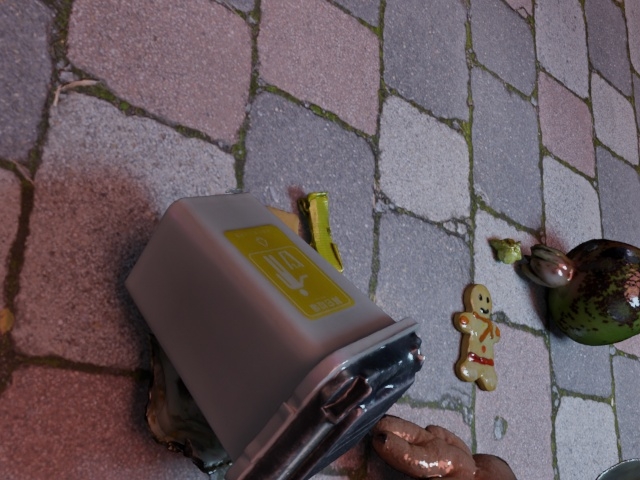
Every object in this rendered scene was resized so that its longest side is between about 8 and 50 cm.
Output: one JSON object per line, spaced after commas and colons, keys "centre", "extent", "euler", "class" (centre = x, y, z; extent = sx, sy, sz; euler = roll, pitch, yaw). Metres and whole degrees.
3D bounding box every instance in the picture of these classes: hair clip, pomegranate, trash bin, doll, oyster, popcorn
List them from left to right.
{"centre": [-0.171, 0.232, 0.992], "extent": [0.214, 0.083, 0.223], "euler": [16, 52, -48], "class": "oyster"}
{"centre": [-0.085, 0.134, 0.925], "extent": [0.368, 0.296, 0.255], "euler": [46, 30, 19], "class": "trash bin"}
{"centre": [0.000, 0.000, 1.237], "extent": [0.072, 0.046, 0.173], "euler": [-9, 83, -41], "class": "hair clip"}
{"centre": [0.212, 0.432, 1.228], "extent": [0.303, 0.156, 0.201], "euler": [26, 26, 0], "class": "doll"}
{"centre": [0.450, 0.021, 1.644], "extent": [0.083, 0.059, 0.068], "euler": [35, 56, -21], "class": "popcorn"}
{"centre": [0.663, 0.104, 1.699], "extent": [0.340, 0.285, 0.285], "euler": [26, 59, -10], "class": "pomegranate"}

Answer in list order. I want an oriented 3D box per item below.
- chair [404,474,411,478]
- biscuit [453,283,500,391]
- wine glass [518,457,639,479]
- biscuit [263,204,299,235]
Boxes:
{"centre": [0.185, 0.414, 1.302], "extent": [0.042, 0.037, 0.086], "euler": [17, 71, -28], "class": "chair"}
{"centre": [0.352, 0.209, 1.522], "extent": [0.153, 0.030, 0.235], "euler": [27, 62, -37], "class": "biscuit"}
{"centre": [0.454, 0.535, 1.237], "extent": [0.267, 0.406, 0.267], "euler": [6, 71, -18], "class": "wine glass"}
{"centre": [-0.098, 0.058, 1.141], "extent": [0.160, 0.030, 0.250], "euler": [16, 68, -39], "class": "biscuit"}
